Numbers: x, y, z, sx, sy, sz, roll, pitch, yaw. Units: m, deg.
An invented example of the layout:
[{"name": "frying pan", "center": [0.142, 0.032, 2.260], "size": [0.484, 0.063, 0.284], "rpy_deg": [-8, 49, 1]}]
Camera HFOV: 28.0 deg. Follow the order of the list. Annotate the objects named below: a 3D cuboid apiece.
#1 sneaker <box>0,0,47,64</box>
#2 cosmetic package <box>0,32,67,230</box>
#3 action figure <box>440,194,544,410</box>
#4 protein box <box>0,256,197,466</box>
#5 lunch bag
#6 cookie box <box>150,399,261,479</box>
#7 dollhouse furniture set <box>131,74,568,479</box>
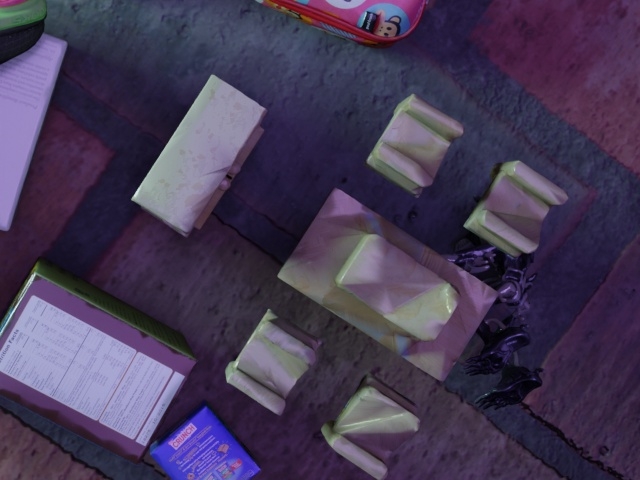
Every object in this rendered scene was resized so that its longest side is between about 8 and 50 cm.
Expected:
[{"name": "sneaker", "center": [-0.498, -0.130, 1.376], "size": [0.482, 0.185, 0.202], "rpy_deg": [-33, 135, -1]}, {"name": "cosmetic package", "center": [-0.378, -0.138, 1.479], "size": [0.117, 0.085, 0.231], "rpy_deg": [19, 93, -11]}, {"name": "action figure", "center": [0.195, 0.056, 1.560], "size": [0.141, 0.276, 0.164], "rpy_deg": [-16, 137, 20]}, {"name": "protein box", "center": [-0.267, 0.132, 1.460], "size": [0.201, 0.200, 0.136], "rpy_deg": [30, 88, -12]}, {"name": "lunch bag", "center": [0.030, -0.397, 1.524], "size": [0.258, 0.120, 0.293], "rpy_deg": [20, 91, -7]}, {"name": "cookie box", "center": [-0.142, 0.266, 1.576], "size": [0.092, 0.040, 0.107], "rpy_deg": [-40, 101, -5]}, {"name": "dollhouse furniture set", "center": [0.000, 0.000, 1.451], "size": [0.394, 0.256, 0.362], "rpy_deg": [33, 88, -5]}]
